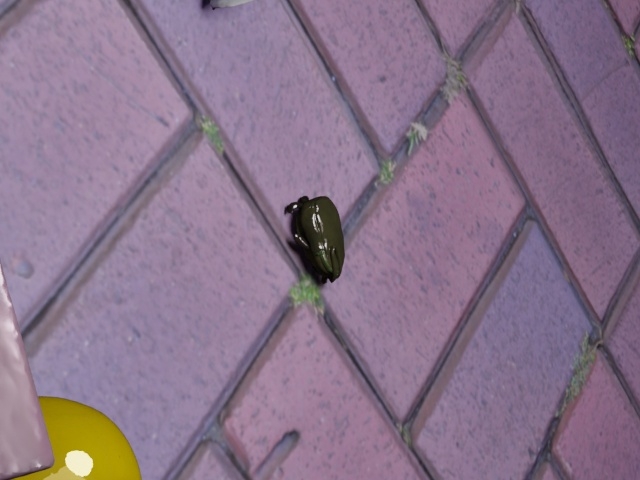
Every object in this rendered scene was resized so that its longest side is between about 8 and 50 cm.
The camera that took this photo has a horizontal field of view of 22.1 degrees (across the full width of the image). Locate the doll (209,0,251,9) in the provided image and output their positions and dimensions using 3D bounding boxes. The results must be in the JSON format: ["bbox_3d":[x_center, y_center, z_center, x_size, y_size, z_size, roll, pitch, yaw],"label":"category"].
[{"bbox_3d":[-0.108,-0.403,1.901,0.215,0.161,0.257,-58,142,-58],"label":"doll"}]

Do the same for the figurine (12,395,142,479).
[{"bbox_3d":[-0.253,0.313,1.491,0.215,0.187,0.343,-8,92,-59],"label":"figurine"}]

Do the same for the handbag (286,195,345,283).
[{"bbox_3d":[0.000,0.000,1.994,0.072,0.047,0.111,-29,103,-57],"label":"handbag"}]

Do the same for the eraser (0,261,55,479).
[{"bbox_3d":[-0.376,0.038,1.277,0.272,0.122,0.359,-6,79,-53],"label":"eraser"}]
